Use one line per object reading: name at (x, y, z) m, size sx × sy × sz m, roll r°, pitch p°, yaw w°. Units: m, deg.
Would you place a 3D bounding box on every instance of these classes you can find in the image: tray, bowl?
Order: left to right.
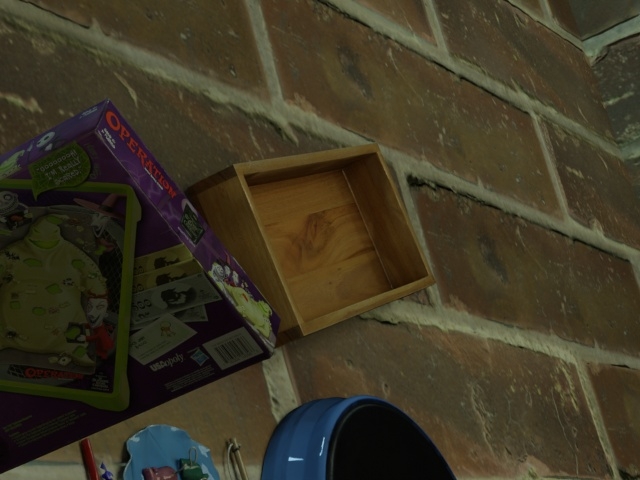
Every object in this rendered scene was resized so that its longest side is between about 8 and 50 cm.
tray at (0.000, 0.000, 1.967) m, size 0.411 × 0.076 × 0.203 m, roll -15°, pitch 81°, yaw -65°
bowl at (0.077, 0.353, 1.803) m, size 0.391 × 0.077 × 0.391 m, roll 43°, pitch 33°, yaw -38°

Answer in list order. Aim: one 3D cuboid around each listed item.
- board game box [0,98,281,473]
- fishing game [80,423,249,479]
board game box at (-0.226, 0.059, 1.152) m, size 0.208 × 0.347 × 0.056 m, roll 52°, pitch 27°, yaw -29°
fishing game at (-0.121, 0.258, 1.547) m, size 0.264 × 0.041 × 0.189 m, roll 18°, pitch 50°, yaw -57°
